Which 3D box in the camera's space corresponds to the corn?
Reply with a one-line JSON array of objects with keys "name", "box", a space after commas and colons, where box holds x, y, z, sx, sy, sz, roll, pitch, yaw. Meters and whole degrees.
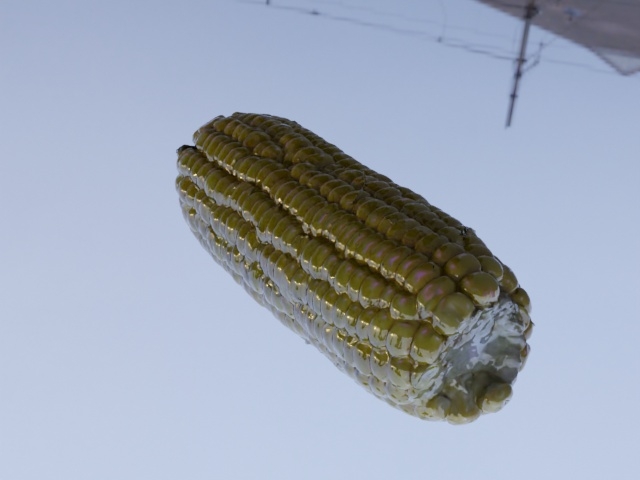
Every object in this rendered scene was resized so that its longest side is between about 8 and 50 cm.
[{"name": "corn", "box": [0.000, 0.000, 0.402, 0.080, 0.080, 0.238, -7, -156, -27]}]
